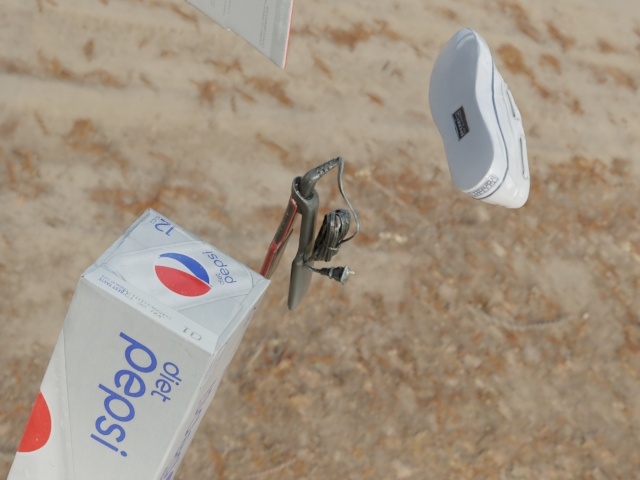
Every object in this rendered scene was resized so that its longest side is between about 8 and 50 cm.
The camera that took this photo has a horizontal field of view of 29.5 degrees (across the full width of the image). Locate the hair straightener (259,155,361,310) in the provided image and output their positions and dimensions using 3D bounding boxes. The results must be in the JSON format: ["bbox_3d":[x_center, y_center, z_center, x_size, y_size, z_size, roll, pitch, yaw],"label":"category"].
[{"bbox_3d":[0.000,0.000,1.173,0.089,0.230,0.047,30,52,5],"label":"hair straightener"}]

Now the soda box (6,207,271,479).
[{"bbox_3d":[-0.138,0.122,0.826,0.098,0.286,0.091,31,37,4],"label":"soda box"}]

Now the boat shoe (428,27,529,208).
[{"bbox_3d":[0.190,-0.140,1.432,0.084,0.095,0.258,26,46,-31],"label":"boat shoe"}]

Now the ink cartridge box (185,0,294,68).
[{"bbox_3d":[-0.043,-0.308,1.016,0.060,0.275,0.239,-6,28,-29],"label":"ink cartridge box"}]
